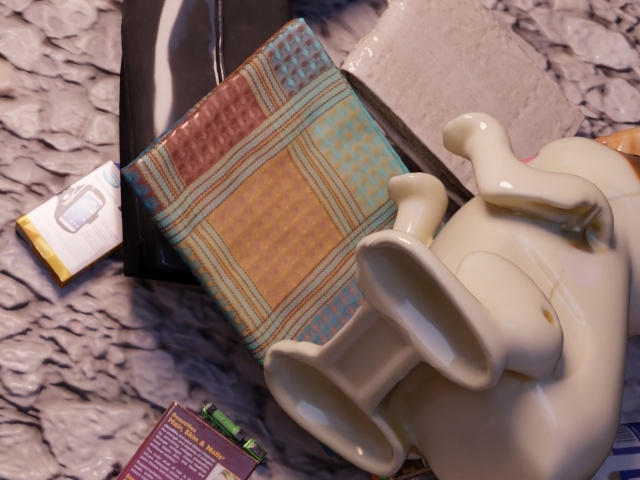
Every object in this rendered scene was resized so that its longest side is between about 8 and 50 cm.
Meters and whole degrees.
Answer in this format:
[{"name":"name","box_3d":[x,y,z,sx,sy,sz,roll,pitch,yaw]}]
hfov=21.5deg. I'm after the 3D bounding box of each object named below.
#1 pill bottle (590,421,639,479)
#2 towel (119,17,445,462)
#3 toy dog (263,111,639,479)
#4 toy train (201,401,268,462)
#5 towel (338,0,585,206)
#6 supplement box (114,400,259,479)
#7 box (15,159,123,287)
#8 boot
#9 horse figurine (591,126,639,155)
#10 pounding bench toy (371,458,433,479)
[{"name":"pill bottle","box_3d":[0.370,0.255,1.700,0.265,0.153,0.153,-4,72,-13]},{"name":"towel","box_3d":[0.000,0.000,1.669,0.271,0.040,0.370,-46,110,-30]},{"name":"toy dog","box_3d":[0.218,0.050,1.598,0.395,0.284,0.408,38,49,10]},{"name":"toy train","box_3d":[-0.086,0.192,1.690,0.083,0.024,0.017,42,68,3]},{"name":"towel","box_3d":[0.155,-0.151,1.793,0.282,0.049,0.187,45,61,-23]},{"name":"supplement box","box_3d":[-0.157,0.263,1.620,0.104,0.081,0.188,36,68,2]},{"name":"box","box_3d":[-0.234,-0.022,1.730,0.136,0.028,0.081,-35,82,-23]},{"name":"boot","box_3d":[-0.034,-0.173,1.760,0.367,0.146,0.445,-1,73,-16]},{"name":"horse figurine","box_3d":[0.375,-0.061,1.856,0.263,0.066,0.174,7,76,-12]},{"name":"pounding bench toy","box_3d":[0.085,0.231,1.699,0.065,0.052,0.083,-17,76,-17]}]
